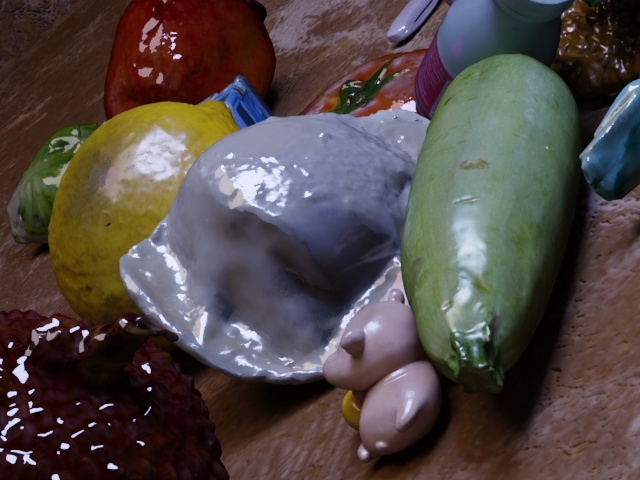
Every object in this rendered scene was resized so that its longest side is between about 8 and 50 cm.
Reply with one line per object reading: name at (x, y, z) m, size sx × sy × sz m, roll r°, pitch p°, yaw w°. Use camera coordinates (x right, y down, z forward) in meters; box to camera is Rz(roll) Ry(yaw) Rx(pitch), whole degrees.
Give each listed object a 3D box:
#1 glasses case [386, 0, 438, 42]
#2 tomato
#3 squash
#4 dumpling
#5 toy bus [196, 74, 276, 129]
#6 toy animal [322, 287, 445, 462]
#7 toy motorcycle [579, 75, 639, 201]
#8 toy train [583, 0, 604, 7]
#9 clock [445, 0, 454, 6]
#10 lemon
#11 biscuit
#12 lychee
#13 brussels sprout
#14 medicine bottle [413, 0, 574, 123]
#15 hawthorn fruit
glasses case at (0.097, -0.234, 1.849) m, size 0.032 × 0.021 × 0.083 m, roll -19°, pitch 28°, yaw 51°
tomato at (0.047, -0.096, 1.553) m, size 0.225 × 0.085 × 0.225 m, roll -33°, pitch 18°, yaw 12°
squash at (0.110, -0.009, 1.198) m, size 0.118 × 0.118 × 0.370 m, roll -29°, pitch 24°, yaw 28°
dumpling at (-0.003, -0.002, 1.354) m, size 0.243 × 0.175 × 0.227 m, roll -51°, pitch 48°, yaw 7°
toy bus at (-0.139, -0.038, 1.691) m, size 0.234 × 0.116 × 0.133 m, roll -36°, pitch 13°, yaw 14°
toy animal at (0.034, 0.086, 1.168) m, size 0.091 × 0.082 × 0.114 m, roll -27°, pitch 23°, yaw 35°
toy motorcycle at (0.284, -0.139, 1.179) m, size 0.296 × 0.109 × 0.198 m, roll -47°, pitch 18°, yaw -23°
toy train at (0.279, -0.283, 1.302) m, size 0.194 × 0.120 × 0.298 m, roll -38°, pitch 8°, yaw -32°
clock at (0.209, -0.316, 1.663) m, size 0.248 × 0.090 × 0.227 m, roll -42°, pitch 2°, yaw 14°
lemon at (-0.133, -0.010, 1.525) m, size 0.188 × 0.188 × 0.256 m, roll -11°, pitch 56°, yaw 54°
biscuit at (0.279, -0.237, 1.426) m, size 0.305 × 0.038 × 0.305 m, roll -36°, pitch 28°, yaw 23°
lychee at (-0.188, 0.158, 1.143) m, size 0.300 × 0.264 × 0.264 m, roll -56°, pitch 14°, yaw 18°
brussels sprout at (-0.292, -0.066, 2.090) m, size 0.181 × 0.100 × 0.139 m, roll -23°, pitch 41°, yaw 7°
medicine bottle at (0.138, -0.156, 1.377) m, size 0.090 × 0.090 × 0.216 m, roll -49°, pitch -6°, yaw -25°
hawthorn fruit at (-0.145, -0.168, 1.930) m, size 0.189 × 0.189 × 0.251 m, roll -26°, pitch 37°, yaw 34°
